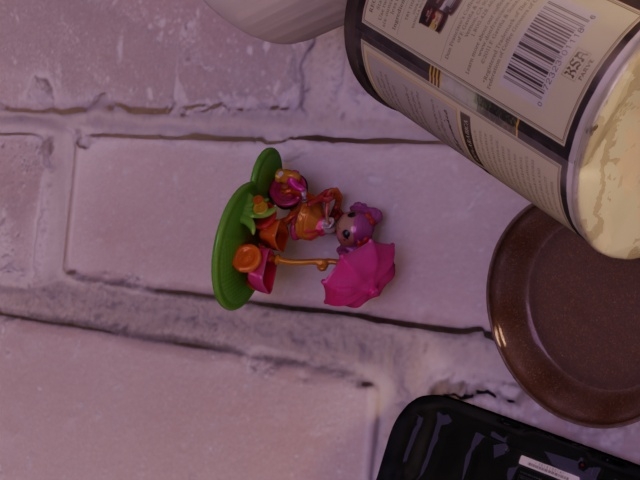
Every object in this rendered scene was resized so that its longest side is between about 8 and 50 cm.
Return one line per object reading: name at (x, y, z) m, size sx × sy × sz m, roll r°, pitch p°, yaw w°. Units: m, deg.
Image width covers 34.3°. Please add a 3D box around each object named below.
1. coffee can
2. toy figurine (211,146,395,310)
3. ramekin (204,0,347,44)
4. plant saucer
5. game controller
coffee can at (0.176, -0.138, 0.795) m, size 0.275 × 0.201 × 0.202 m, roll 43°, pitch 109°, yaw 44°
toy figurine at (0.000, 0.000, 1.009) m, size 0.159 × 0.130 × 0.173 m, roll 11°, pitch 68°, yaw 19°
ramekin at (-0.030, -0.316, 0.941) m, size 0.135 × 0.277 × 0.277 m, roll -21°, pitch 76°, yaw 36°
plant saucer at (0.227, 0.055, 0.862) m, size 0.198 × 0.036 × 0.199 m, roll 10°, pitch 103°, yaw 47°
game controller at (0.186, 0.250, 0.894) m, size 0.319 × 0.067 × 0.167 m, roll 17°, pitch 81°, yaw 31°
